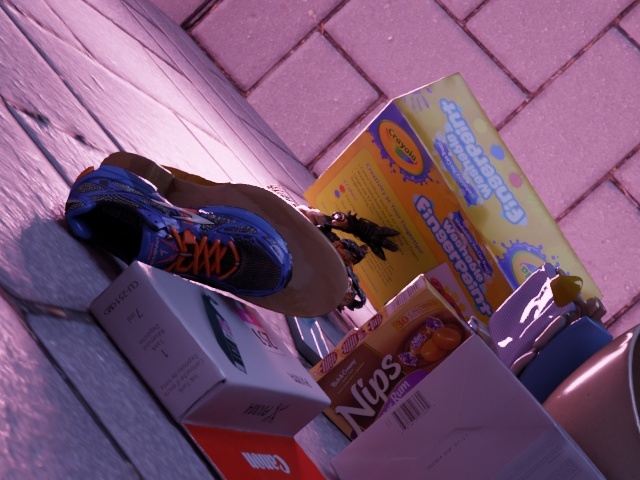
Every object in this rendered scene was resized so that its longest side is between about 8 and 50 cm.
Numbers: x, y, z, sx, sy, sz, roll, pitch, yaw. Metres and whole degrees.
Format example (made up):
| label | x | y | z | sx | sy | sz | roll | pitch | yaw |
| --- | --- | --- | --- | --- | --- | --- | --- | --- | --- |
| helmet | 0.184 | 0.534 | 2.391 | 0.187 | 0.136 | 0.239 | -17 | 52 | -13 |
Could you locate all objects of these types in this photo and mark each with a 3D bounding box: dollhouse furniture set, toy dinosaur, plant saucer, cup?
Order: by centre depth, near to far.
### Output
| label | x | y | z | sx | sy | sz | roll | pitch | yaw |
| --- | --- | --- | --- | --- | --- | --- | --- | --- | --- |
| cup | 0.345 | 0.287 | 1.413 | 0.331 | 0.237 | 0.331 | 33 | 41 | -35 |
| dollhouse furniture set | 0.188 | 0.097 | 1.593 | 0.198 | 0.303 | 0.286 | 36 | 17 | -16 |
| plant saucer | -0.019 | 0.123 | 1.630 | 0.067 | 0.018 | 0.192 | 46 | 7 | -19 |
| toy dinosaur | 0.000 | 0.000 | 2.025 | 0.218 | 0.164 | 0.322 | 21 | 43 | -42 |

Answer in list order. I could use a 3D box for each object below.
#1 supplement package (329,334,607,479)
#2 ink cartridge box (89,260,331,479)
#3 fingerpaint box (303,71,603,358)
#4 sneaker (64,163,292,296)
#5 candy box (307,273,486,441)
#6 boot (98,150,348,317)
| label | x | y | z | sx | sy | sz | roll | pitch | yaw |
| --- | --- | --- | --- | --- | --- | --- | --- | --- | --- |
| supplement package | 0.159 | 0.242 | 1.206 | 0.203 | 0.194 | 0.149 | 46 | 4 | -41 |
| ink cartridge box | -0.051 | 0.142 | 1.046 | 0.239 | 0.060 | 0.275 | 48 | 5 | 20 |
| fingerpaint box | 0.213 | 0.003 | 2.107 | 0.445 | 0.163 | 0.371 | 58 | -33 | 9 |
| sneaker | -0.132 | 0.004 | 1.111 | 0.221 | 0.083 | 0.087 | 17 | 23 | 4 |
| candy box | 0.083 | 0.140 | 1.394 | 0.109 | 0.186 | 0.053 | 47 | 8 | -14 |
| boot | -0.080 | 0.003 | 1.276 | 0.295 | 0.104 | 0.211 | 28 | -5 | 18 |
